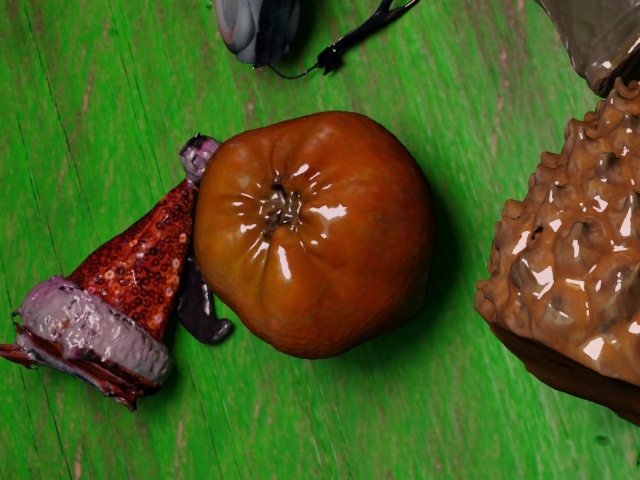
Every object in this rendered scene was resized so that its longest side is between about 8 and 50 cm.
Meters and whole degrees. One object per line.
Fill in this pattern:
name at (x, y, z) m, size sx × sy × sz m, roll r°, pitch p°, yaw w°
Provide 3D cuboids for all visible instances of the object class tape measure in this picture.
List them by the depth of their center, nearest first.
tape measure at (0.008, -0.196, 1.450) m, size 0.179 × 0.104 × 0.107 m, roll -15°, pitch 49°, yaw -4°

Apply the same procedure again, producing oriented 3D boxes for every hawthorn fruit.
hawthorn fruit at (0.000, 0.000, 1.354) m, size 0.189 × 0.189 × 0.189 m, roll -3°, pitch 83°, yaw 31°

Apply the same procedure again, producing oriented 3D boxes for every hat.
hat at (-0.143, 0.017, 1.494) m, size 0.140 × 0.129 × 0.227 m, roll 18°, pitch 76°, yaw 53°

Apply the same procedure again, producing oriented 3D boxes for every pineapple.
pineapple at (0.253, -0.061, 1.200) m, size 0.223 × 0.223 × 0.357 m, roll 24°, pitch 82°, yaw 31°

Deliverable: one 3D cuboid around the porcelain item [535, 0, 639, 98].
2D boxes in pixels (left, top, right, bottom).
porcelain item at (0.162, -0.198, 1.335) m, size 0.081 × 0.069 × 0.216 m, roll -46°, pitch 66°, yaw 23°
